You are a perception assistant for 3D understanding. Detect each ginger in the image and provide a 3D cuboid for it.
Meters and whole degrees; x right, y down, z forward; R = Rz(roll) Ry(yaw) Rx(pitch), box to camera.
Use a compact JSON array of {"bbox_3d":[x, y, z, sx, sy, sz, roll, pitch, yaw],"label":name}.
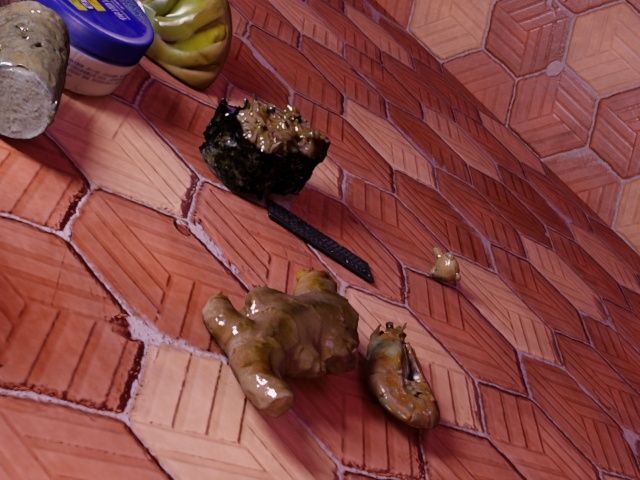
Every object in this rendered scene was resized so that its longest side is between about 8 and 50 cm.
[{"bbox_3d":[-0.040,0.107,1.267,0.166,0.080,0.333,31,24,16],"label":"ginger"}]

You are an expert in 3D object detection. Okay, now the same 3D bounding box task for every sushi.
[{"bbox_3d":[-0.083,-0.144,1.634,0.147,0.115,0.212,44,22,23],"label":"sushi"}]

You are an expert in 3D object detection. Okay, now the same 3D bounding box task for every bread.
[{"bbox_3d":[-0.239,-0.386,1.784,0.260,0.156,0.158,43,19,5],"label":"bread"}]

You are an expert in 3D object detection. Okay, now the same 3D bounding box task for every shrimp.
[{"bbox_3d":[0.105,0.175,1.421,0.115,0.051,0.217,42,19,-17],"label":"shrimp"}]

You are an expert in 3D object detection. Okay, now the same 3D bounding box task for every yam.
[{"bbox_3d":[-0.348,-0.198,1.279,0.107,0.107,0.194,31,23,-26],"label":"yam"}]

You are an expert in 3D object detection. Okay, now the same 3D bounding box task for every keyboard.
[{"bbox_3d":[0.000,0.000,1.640,0.198,0.010,0.064,33,20,-21],"label":"keyboard"}]

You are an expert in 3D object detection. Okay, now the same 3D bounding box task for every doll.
[{"bbox_3d":[0.215,0.040,1.886,0.093,0.051,0.062,-65,134,-66],"label":"doll"}]

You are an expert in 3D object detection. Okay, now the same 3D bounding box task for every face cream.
[{"bbox_3d":[-0.336,-0.293,1.486,0.206,0.111,0.206,35,22,-16],"label":"face cream"}]
